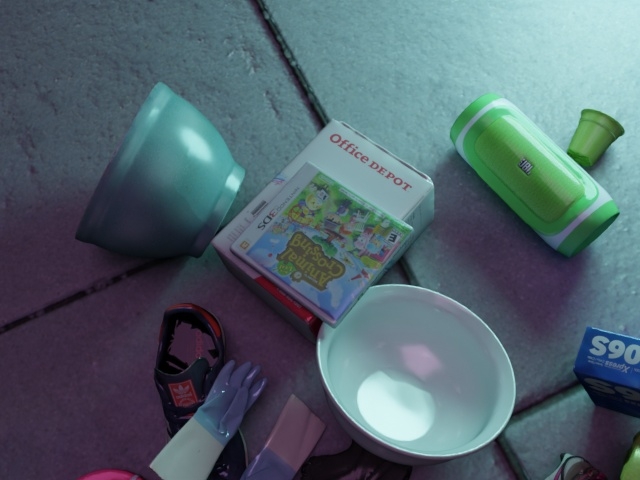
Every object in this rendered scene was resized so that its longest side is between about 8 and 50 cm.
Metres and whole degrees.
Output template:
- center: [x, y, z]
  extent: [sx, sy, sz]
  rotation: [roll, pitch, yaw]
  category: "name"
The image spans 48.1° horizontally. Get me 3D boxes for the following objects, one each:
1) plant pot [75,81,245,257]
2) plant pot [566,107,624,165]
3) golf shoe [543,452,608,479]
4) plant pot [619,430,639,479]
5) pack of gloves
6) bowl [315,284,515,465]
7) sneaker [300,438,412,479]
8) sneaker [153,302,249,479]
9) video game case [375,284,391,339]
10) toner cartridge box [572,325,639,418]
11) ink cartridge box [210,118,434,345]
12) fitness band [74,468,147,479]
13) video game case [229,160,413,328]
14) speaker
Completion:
- center: [-0.249, -0.088, 1.198]
  extent: [0.196, 0.293, 0.293]
  rotation: [28, 71, -12]
  category: "plant pot"
- center: [0.476, -0.176, 1.262]
  extent: [0.083, 0.083, 0.079]
  rotation: [33, 87, 16]
  category: "plant pot"
- center: [0.340, 0.401, 1.050]
  extent: [0.067, 0.086, 0.186]
  rotation: [36, 89, -25]
  category: "golf shoe"
- center: [0.513, 0.388, 0.946]
  extent: [0.254, 0.276, 0.276]
  rotation: [24, 72, 25]
  category: "plant pot"
- center: [-0.122, 0.308, 1.071]
  extent: [0.195, 0.046, 0.232]
  rotation: [45, 52, -11]
  category: "pack of gloves"
- center: [0.126, 0.218, 1.071]
  extent: [0.298, 0.134, 0.298]
  rotation: [8, 44, -8]
  category: "bowl"
- center: [0.000, 0.397, 1.065]
  extent: [0.286, 0.109, 0.130]
  rotation: [-37, 63, -20]
  category: "sneaker"
- center: [-0.196, 0.260, 1.102]
  extent: [0.131, 0.148, 0.350]
  rotation: [-14, 68, -1]
  category: "sneaker"
- center: [0.066, 0.112, 1.199]
  extent: [0.122, 0.011, 0.087]
  rotation: [12, 70, 10]
  category: "video game case"
- center: [0.539, 0.219, 0.972]
  extent: [0.348, 0.165, 0.075]
  rotation: [12, 70, 39]
  category: "toner cartridge box"
- center: [0.011, -0.016, 1.184]
  extent: [0.226, 0.131, 0.306]
  rotation: [38, 73, 24]
  category: "ink cartridge box"
- center: [-0.300, 0.481, 1.074]
  extent: [0.209, 0.054, 0.291]
  rotation: [-42, 70, -11]
  category: "fitness band"
- center: [0.000, 0.000, 1.091]
  extent: [0.212, 0.023, 0.193]
  rotation: [35, 74, 22]
  category: "video game case"
- center: [0.356, -0.114, 1.216]
  extent: [0.131, 0.131, 0.296]
  rotation: [-37, 70, -10]
  category: "speaker"
